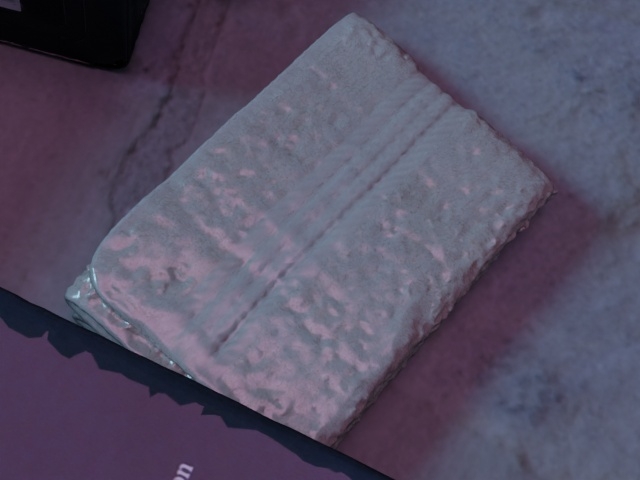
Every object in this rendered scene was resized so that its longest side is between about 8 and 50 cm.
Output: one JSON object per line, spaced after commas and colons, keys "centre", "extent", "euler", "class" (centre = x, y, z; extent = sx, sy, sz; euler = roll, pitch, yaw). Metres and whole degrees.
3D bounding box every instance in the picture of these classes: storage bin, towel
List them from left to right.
{"centre": [-0.194, -0.188, 0.681], "extent": [0.180, 0.122, 0.084], "euler": [15, 66, -3], "class": "storage bin"}
{"centre": [0.000, 0.000, 0.682], "extent": [0.187, 0.049, 0.282], "euler": [42, 67, 6], "class": "towel"}

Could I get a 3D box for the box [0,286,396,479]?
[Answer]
{"centre": [-0.181, 0.184, 0.488], "extent": [0.395, 0.212, 0.294], "euler": [27, 67, 0], "class": "box"}
